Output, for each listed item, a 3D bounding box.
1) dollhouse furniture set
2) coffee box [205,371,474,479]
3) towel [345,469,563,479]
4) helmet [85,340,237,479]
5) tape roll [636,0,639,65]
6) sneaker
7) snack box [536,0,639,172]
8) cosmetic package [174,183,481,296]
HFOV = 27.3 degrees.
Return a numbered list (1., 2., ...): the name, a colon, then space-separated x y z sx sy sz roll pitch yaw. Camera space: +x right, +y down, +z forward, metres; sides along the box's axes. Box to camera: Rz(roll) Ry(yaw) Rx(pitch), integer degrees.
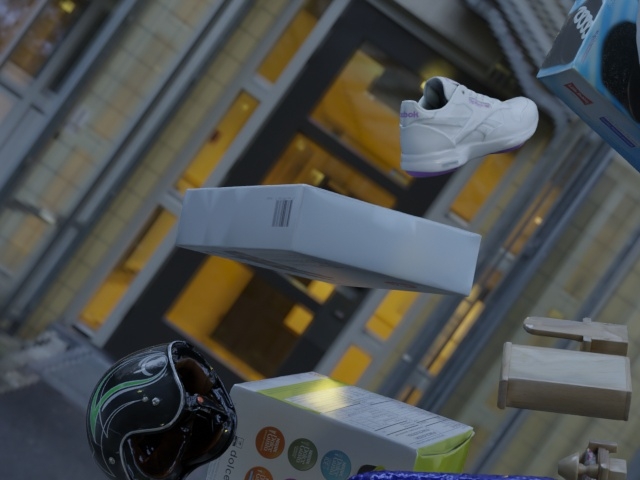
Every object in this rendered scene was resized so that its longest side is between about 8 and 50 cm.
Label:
1. dollhouse furniture set: 0.324 0.325 1.841 0.173 0.356 0.303 6 23 9
2. coffee box: 0.022 0.434 2.190 0.334 0.338 0.338 17 4 21
3. towel: 0.170 0.268 1.231 0.227 0.076 0.308 -3 -16 25
4. helmet: -0.200 0.215 1.569 0.169 0.161 0.169 50 14 -18
5. tape roll: 0.408 -0.198 1.109 0.100 0.286 0.286 9 16 -36
6. sneaker: 0.250 -0.208 2.170 0.114 0.305 0.152 6 -68 49
7. snack box: 0.357 -0.233 1.312 0.187 0.322 0.060 38 -22 -22
8. cosmetic package: 0.000 0.000 1.859 0.284 0.098 0.377 12 -5 -28
